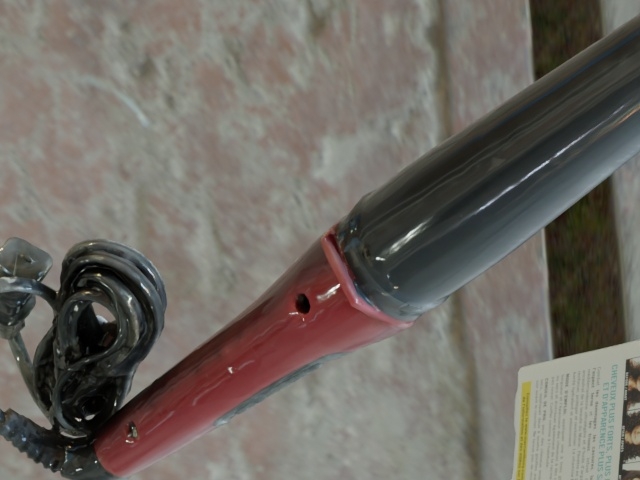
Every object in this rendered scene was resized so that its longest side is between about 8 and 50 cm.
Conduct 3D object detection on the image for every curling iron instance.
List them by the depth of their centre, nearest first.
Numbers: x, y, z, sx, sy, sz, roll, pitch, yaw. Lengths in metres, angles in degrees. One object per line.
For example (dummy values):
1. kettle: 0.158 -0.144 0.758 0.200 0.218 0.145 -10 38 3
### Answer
1. curling iron: 0.000 0.000 0.440 0.068 0.274 0.035 48 46 -15

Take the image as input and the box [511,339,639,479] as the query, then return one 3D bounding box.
1. box: 0.184 0.099 0.959 0.060 0.244 0.100 14 73 -26
